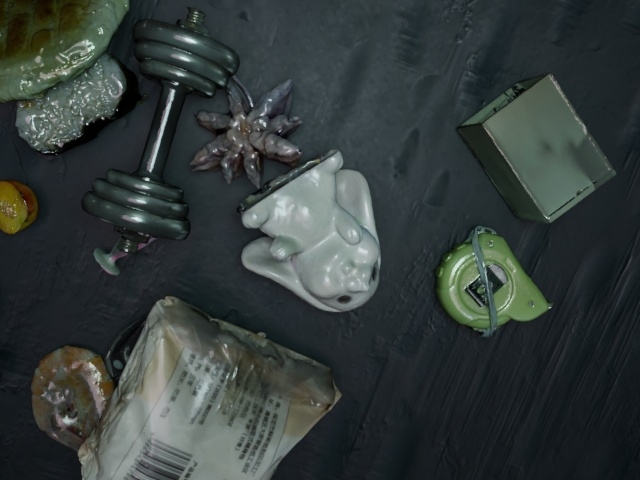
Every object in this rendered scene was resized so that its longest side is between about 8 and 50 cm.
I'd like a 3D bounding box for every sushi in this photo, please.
[{"bbox_3d":[-0.423,-0.243,1.146,0.212,0.115,0.147,-39,102,3],"label":"sushi"}]

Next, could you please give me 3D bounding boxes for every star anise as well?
[{"bbox_3d":[-0.119,-0.186,1.152,0.236,0.093,0.229,37,94,25],"label":"star anise"}]

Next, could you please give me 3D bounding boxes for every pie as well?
[{"bbox_3d":[-0.448,-0.358,1.078,0.306,0.071,0.306,-5,63,10],"label":"pie"}]

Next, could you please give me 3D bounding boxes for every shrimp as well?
[{"bbox_3d":[-0.454,0.355,1.273,0.164,0.062,0.317,-16,95,5],"label":"shrimp"}]

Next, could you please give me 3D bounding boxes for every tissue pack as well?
[{"bbox_3d":[-0.204,0.328,1.193,0.390,0.195,0.375,31,95,-22],"label":"tissue pack"}]

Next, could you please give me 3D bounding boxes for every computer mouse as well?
[{"bbox_3d":[-0.315,0.191,1.246,0.192,0.062,0.106,-37,112,9],"label":"computer mouse"}]

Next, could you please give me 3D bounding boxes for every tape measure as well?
[{"bbox_3d":[0.302,0.081,1.227,0.175,0.106,0.200,-34,97,0],"label":"tape measure"}]

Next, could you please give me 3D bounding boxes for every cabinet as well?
[{"bbox_3d":[0.369,-0.159,1.167,0.145,0.150,0.206,-37,98,0],"label":"cabinet"}]

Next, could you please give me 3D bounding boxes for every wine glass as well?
[{"bbox_3d":[-0.333,-0.006,1.211,0.155,0.073,0.073,-42,98,6],"label":"wine glass"}]

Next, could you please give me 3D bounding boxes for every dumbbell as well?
[{"bbox_3d":[-0.256,-0.174,1.074,0.179,0.179,0.406,17,93,-5],"label":"dumbbell"}]

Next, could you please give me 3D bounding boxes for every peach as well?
[{"bbox_3d":[-0.549,-0.063,1.199,0.098,0.061,0.098,4,103,20],"label":"peach"}]

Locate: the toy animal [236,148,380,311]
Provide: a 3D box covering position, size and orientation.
[{"bbox_3d":[-0.018,-0.005,1.174,0.249,0.174,0.289,-13,98,-12],"label":"toy animal"}]

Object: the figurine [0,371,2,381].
[{"bbox_3d":[-0.686,0.179,1.187,0.175,0.197,0.265,-25,98,-34],"label":"figurine"}]
